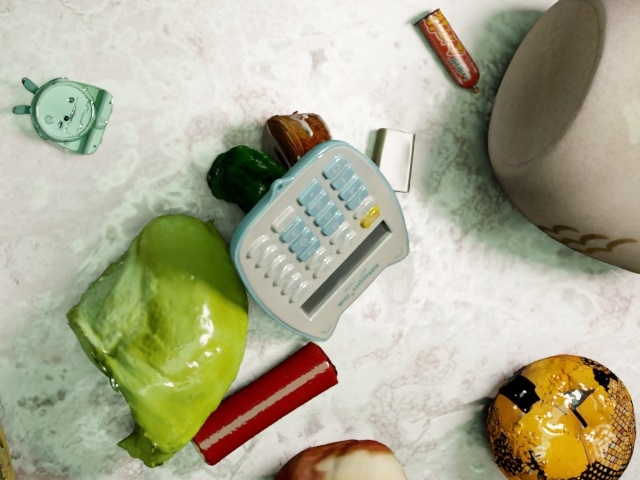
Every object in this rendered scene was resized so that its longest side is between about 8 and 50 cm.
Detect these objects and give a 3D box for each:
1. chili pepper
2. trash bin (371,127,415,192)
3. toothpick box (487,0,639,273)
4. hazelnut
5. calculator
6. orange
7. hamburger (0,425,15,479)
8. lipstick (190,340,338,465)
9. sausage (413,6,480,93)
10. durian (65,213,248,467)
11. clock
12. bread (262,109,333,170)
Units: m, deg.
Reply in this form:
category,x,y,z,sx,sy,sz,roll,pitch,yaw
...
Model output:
category,x,y,z,sx,sy,sz,roll,pitch,yaw
chili pepper,-0.098,-0.081,1.798,0.061,0.224,0.098,22,92,-30
trash bin,0.110,-0.122,1.931,0.061,0.043,0.092,10,89,-12
toothpick box,0.496,-0.152,1.826,0.425,0.409,0.408,22,90,-19
hazelnut,0.043,0.415,1.885,0.261,0.241,0.261,4,104,16
calculator,0.000,0.000,1.792,0.256,0.386,0.054,-46,62,-5
orange,0.373,0.291,1.950,0.234,0.182,0.234,2,85,-18
hamburger,-0.569,0.347,1.783,0.266,0.134,0.284,-6,101,-18
lipstick,-0.087,0.245,1.901,0.241,0.080,0.080,-34,101,-7
sausage,0.201,-0.285,1.933,0.145,0.048,0.050,56,45,-12
durian,-0.222,0.130,1.803,0.256,0.204,0.339,40,85,-1
clock,-0.372,-0.186,1.822,0.135,0.041,0.101,18,91,-13
bread,-0.030,-0.112,1.842,0.073,0.160,0.160,-11,97,-18
